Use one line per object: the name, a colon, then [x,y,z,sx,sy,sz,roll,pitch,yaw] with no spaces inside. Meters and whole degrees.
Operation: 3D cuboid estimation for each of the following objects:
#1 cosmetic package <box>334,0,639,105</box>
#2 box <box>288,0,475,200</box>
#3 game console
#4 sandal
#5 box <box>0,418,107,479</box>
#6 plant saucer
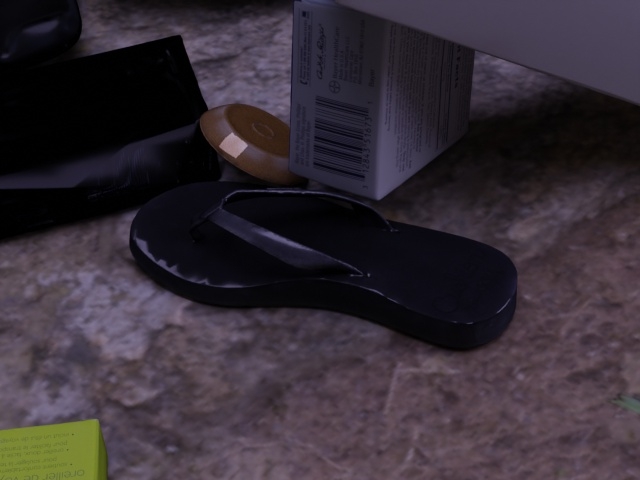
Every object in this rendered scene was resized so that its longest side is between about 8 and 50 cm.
cosmetic package: [0.199,-0.210,0.894,0.384,0.217,0.156,17,36,-27]
box: [0.043,-0.114,0.969,0.072,0.126,0.137,18,32,26]
game console: [-0.213,-0.148,1.102,0.213,0.044,0.361,-14,49,-8]
sandal: [0.001,0.000,0.929,0.254,0.054,0.097,10,47,15]
box: [-0.168,0.179,0.774,0.109,0.042,0.178,-7,45,0]
plant saucer: [-0.042,-0.070,1.001,0.083,0.015,0.083,24,29,-14]
